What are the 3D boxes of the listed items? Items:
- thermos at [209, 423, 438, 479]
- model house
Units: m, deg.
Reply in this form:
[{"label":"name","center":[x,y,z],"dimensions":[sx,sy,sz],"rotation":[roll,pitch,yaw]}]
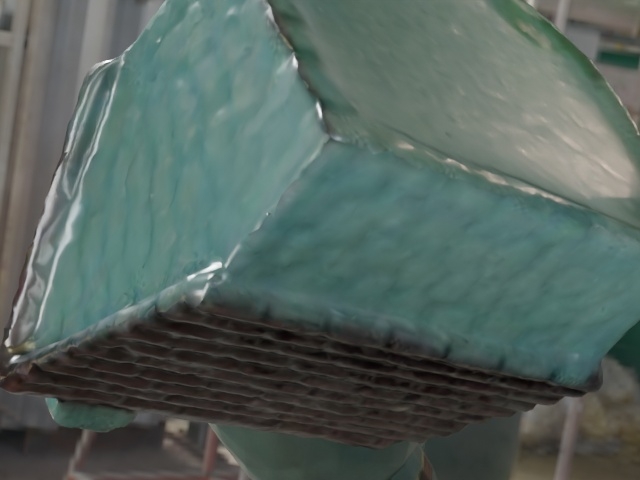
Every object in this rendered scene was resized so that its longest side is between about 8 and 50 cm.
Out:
[{"label":"thermos","center":[-0.004,0.079,0.939],"dimensions":[0.145,0.286,0.182],"rotation":[-6,40,35]},{"label":"model house","center":[0.000,0.000,0.713],"dimensions":[0.280,0.249,0.230],"rotation":[17,36,-37]}]
